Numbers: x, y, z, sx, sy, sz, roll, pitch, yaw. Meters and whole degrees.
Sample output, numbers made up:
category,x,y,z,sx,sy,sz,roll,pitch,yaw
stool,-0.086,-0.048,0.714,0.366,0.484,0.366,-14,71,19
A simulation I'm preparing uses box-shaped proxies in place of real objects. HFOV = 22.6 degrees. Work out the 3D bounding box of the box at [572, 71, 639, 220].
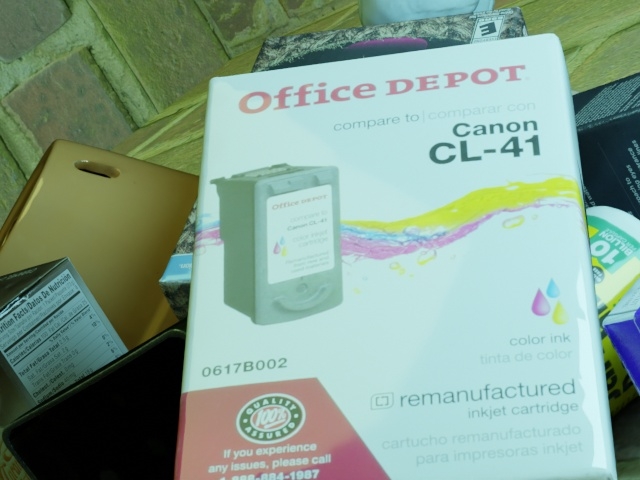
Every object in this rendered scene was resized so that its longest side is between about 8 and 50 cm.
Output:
category,x,y,z,sx,sy,sz,roll,pitch,yaw
box,0.233,-0.032,1.120,0.158,0.156,0.093,-16,19,48

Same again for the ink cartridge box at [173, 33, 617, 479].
category,x,y,z,sx,sy,sz,roll,pitch,yaw
ink cartridge box,0.044,0.042,0.911,0.226,0.131,0.306,-6,52,8

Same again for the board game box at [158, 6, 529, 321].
category,x,y,z,sx,sy,sz,roll,pitch,yaw
board game box,0.042,-0.029,1.256,0.232,0.141,0.291,-5,43,23

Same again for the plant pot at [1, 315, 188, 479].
category,x,y,z,sx,sy,sz,roll,pitch,yaw
plant pot,-0.065,0.130,1.094,0.187,0.188,0.167,-31,10,34

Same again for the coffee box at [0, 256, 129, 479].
category,x,y,z,sx,sy,sz,roll,pitch,yaw
coffee box,-0.191,0.147,1.209,0.141,0.246,0.098,-16,20,49

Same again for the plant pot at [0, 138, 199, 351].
category,x,y,z,sx,sy,sz,roll,pitch,yaw
plant pot,-0.199,0.041,1.468,0.291,0.203,0.291,-56,15,23

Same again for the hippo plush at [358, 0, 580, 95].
category,x,y,z,sx,sy,sz,roll,pitch,yaw
hippo plush,0.153,-0.189,1.577,0.234,0.236,0.294,-3,10,27

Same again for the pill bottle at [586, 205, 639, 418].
category,x,y,z,sx,sy,sz,roll,pitch,yaw
pill bottle,0.133,0.080,1.022,0.208,0.117,0.117,-35,14,-19

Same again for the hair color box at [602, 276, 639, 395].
category,x,y,z,sx,sy,sz,roll,pitch,yaw
hair color box,0.341,0.007,0.854,0.339,0.110,0.185,-15,20,45
